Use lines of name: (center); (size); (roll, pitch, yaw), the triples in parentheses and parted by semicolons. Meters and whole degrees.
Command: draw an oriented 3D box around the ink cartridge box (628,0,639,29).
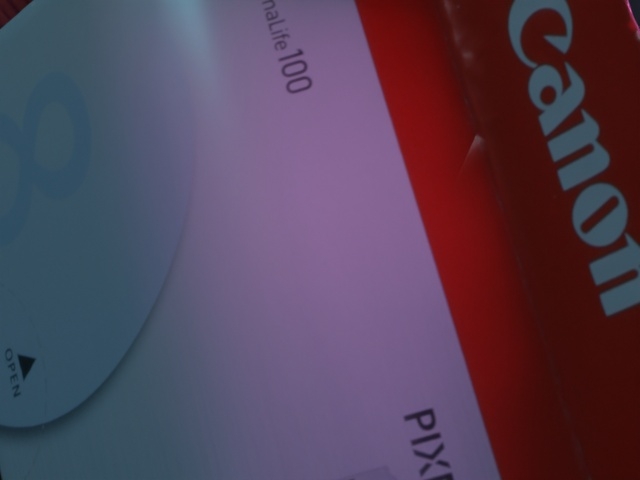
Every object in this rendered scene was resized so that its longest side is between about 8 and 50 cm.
ink cartridge box: (0.106, -0.123, 0.688); (0.114, 0.197, 0.273); (-49, 18, -15)

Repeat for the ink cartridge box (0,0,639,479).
ink cartridge box: (0.000, 0.000, 0.495); (0.091, 0.308, 0.385); (3, -25, -46)
